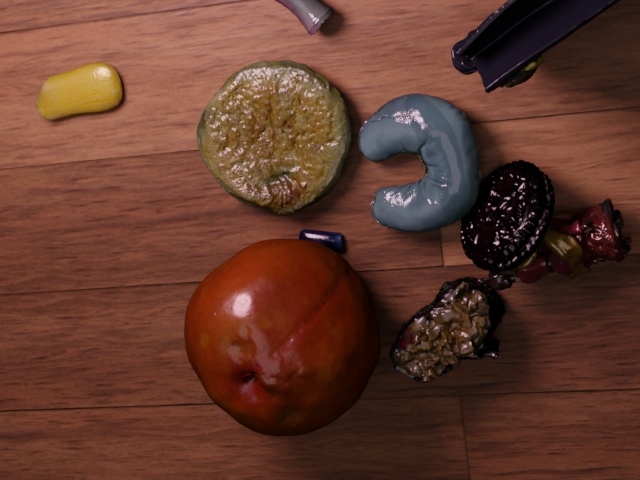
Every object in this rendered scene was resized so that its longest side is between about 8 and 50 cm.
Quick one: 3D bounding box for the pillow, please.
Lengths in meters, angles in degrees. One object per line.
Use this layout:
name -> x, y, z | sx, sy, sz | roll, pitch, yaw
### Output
pillow -> 0.165, -0.130, 1.856 | 0.214, 0.086, 0.233 | -9, 103, 26

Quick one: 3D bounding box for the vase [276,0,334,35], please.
vase -> -0.073, -0.431, 1.820 | 0.214, 0.086, 0.086 | 43, 112, -8

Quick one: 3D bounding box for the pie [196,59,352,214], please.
pie -> -0.078, -0.182, 1.910 | 0.277, 0.078, 0.277 | 2, 105, 9

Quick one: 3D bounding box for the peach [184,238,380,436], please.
peach -> -0.066, 0.171, 1.897 | 0.342, 0.302, 0.343 | 4, 108, 12

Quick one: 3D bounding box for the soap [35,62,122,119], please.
soap -> -0.434, -0.268, 1.984 | 0.168, 0.033, 0.089 | -7, 104, 16

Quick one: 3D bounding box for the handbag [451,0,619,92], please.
handbag -> 0.351, -0.348, 1.621 | 0.329, 0.303, 0.122 | -38, 93, 22

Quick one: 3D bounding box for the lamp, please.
lamp -> 0.382, 0.013, 1.843 | 0.253, 0.118, 0.118 | -18, 103, 22

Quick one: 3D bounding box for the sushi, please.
sushi -> 0.226, 0.168, 1.926 | 0.212, 0.115, 0.147 | -39, 95, 21

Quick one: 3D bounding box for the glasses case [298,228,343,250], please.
glasses case -> 0.000, 0.000, 1.974 | 0.083, 0.023, 0.034 | 6, 111, 11

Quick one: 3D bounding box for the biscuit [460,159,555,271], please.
biscuit -> 0.304, -0.040, 1.808 | 0.053, 0.194, 0.194 | 28, 116, -29
